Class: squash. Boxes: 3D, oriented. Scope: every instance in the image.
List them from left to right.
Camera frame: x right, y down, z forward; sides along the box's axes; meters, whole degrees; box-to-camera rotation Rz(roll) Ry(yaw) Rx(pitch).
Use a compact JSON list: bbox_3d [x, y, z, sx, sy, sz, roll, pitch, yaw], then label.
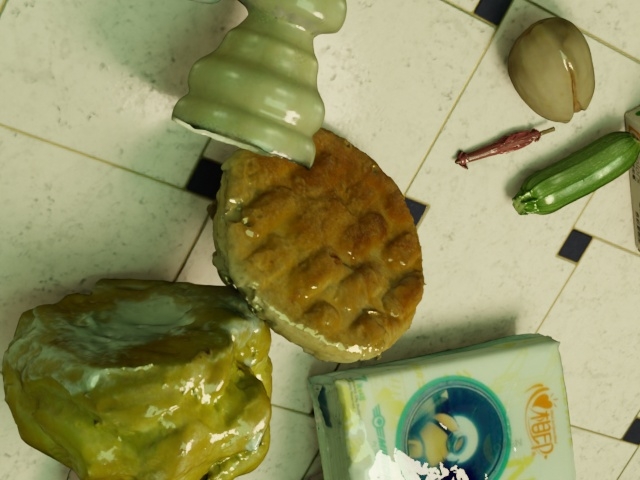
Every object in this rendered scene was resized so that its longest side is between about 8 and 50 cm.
[{"bbox_3d":[0.391,-0.099,2.008,0.219,0.068,0.077,-28,171,-8],"label":"squash"}]

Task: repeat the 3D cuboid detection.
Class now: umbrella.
[{"bbox_3d":[0.274,-0.141,1.955,0.165,0.025,0.027,-19,143,-14],"label":"umbrella"}]

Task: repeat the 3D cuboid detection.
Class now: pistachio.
[{"bbox_3d":[0.331,-0.241,1.867,0.124,0.124,0.185,-40,130,-2],"label":"pistachio"}]

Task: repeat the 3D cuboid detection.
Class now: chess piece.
[{"bbox_3d":[-0.045,-0.269,1.608,0.182,0.182,0.330,20,89,-34],"label":"chess piece"}]

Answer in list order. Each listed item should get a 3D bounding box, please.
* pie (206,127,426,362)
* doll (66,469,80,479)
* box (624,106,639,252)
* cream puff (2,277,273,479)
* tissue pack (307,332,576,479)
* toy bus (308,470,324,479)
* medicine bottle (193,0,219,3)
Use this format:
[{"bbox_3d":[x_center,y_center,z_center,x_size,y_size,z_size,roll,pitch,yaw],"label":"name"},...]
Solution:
[{"bbox_3d":[0.000,0.000,1.743,0.339,0.339,0.083,9,152,-31],"label":"pie"},{"bbox_3d":[-0.278,0.358,1.909,0.192,0.095,0.149,12,117,-34],"label":"doll"},{"bbox_3d":[0.567,-0.059,2.034,0.091,0.221,0.274,-20,123,-10],"label":"box"},{"bbox_3d":[-0.214,0.216,1.698,0.378,0.378,0.275,-9,114,-23],"label":"cream puff"},{"bbox_3d":[0.193,0.314,2.037,0.388,0.162,0.287,-9,93,-23],"label":"tissue pack"},{"bbox_3d":[0.045,0.487,2.150,0.112,0.090,0.274,-43,129,-13],"label":"toy bus"},{"bbox_3d":[-0.142,-0.358,1.582,0.080,0.080,0.130,5,114,-29],"label":"medicine bottle"}]
